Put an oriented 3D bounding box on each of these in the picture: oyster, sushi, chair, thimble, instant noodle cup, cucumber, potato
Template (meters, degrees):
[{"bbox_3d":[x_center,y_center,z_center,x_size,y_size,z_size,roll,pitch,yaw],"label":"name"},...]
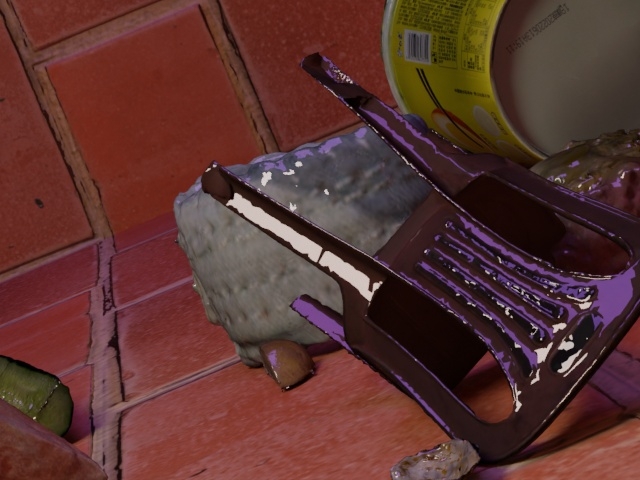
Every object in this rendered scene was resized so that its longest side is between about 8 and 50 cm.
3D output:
[{"bbox_3d":[0.067,0.131,1.056,0.054,0.019,0.083,-28,13,2],"label":"oyster"},{"bbox_3d":[0.225,-0.023,1.383,0.241,0.107,0.161,-23,11,-12],"label":"sushi"},{"bbox_3d":[0.095,0.027,1.208,0.176,0.183,0.326,-50,51,-2],"label":"chair"},{"bbox_3d":[0.000,0.000,1.629,0.250,0.172,0.205,-17,4,18],"label":"thimble"},{"bbox_3d":[0.242,-0.201,1.974,0.311,0.311,0.221,-24,18,-12],"label":"instant noodle cup"},{"bbox_3d":[-0.262,0.156,1.706,0.078,0.062,0.211,-58,23,-10],"label":"cucumber"},{"bbox_3d":[-0.029,0.093,1.527,0.037,0.036,0.093,-26,7,-6],"label":"potato"}]

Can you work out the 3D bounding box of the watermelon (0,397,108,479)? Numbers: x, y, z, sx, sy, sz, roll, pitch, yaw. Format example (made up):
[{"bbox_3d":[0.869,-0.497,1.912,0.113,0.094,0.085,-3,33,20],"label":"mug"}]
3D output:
[{"bbox_3d":[-0.329,0.165,1.350,0.292,0.283,0.250,3,10,-29],"label":"watermelon"}]
